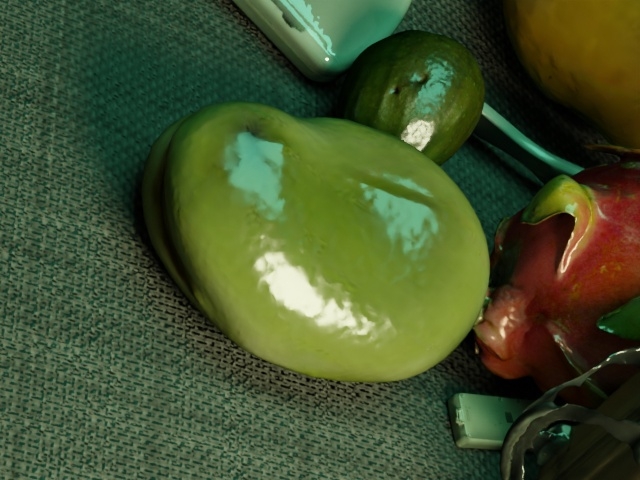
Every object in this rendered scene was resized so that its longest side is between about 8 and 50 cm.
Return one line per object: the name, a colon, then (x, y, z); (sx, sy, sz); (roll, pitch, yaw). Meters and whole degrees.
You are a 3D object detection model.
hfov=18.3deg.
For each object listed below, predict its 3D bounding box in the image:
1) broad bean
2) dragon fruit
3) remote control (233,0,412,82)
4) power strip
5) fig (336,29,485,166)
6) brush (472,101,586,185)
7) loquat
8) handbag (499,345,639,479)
broad bean: (0.000, 0.000, 1.391); (0.263, 0.121, 0.189); (21, 71, -10)
dragon fruit: (0.230, 0.038, 1.498); (0.227, 0.224, 0.224); (14, 49, 5)
remote control: (-0.053, -0.263, 1.576); (0.296, 0.056, 0.140); (46, 58, -8)
power strip: (0.134, 0.137, 1.492); (0.090, 0.016, 0.040); (8, 58, -32)
fig: (0.053, -0.081, 1.520); (0.117, 0.117, 0.177); (38, 64, -10)
brush: (0.191, -0.037, 1.628); (0.297, 0.068, 0.060); (34, 69, -9)
loquat: (0.293, -0.216, 1.659); (0.276, 0.284, 0.276); (24, 48, -29)
handbag: (0.259, 0.172, 1.371); (0.283, 0.302, 0.149); (25, 48, -14)
